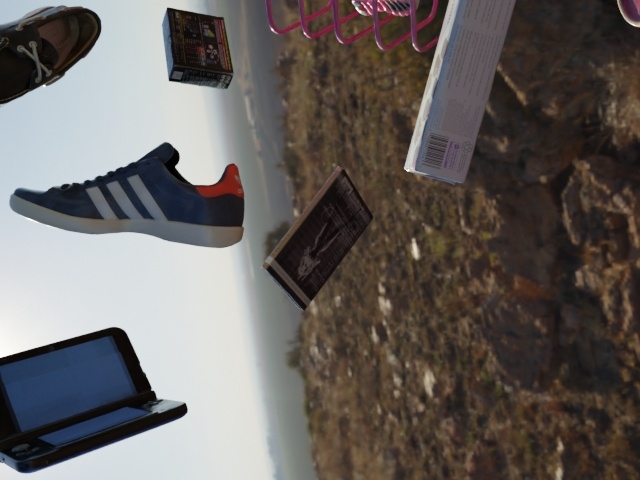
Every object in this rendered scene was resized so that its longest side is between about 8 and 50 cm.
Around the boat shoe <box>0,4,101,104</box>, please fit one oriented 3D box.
[{"bbox_3d":[-0.449,-0.295,1.208,0.302,0.091,0.114,-69,-27,-46],"label":"boat shoe"}]

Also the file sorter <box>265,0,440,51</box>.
[{"bbox_3d":[0.074,-0.417,1.217,0.290,0.202,0.182,17,131,32],"label":"file sorter"}]

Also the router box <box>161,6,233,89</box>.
[{"bbox_3d":[-0.186,-0.289,1.165,0.038,0.092,0.122,127,139,-50],"label":"router box"}]

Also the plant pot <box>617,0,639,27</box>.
[{"bbox_3d":[0.549,-0.382,1.131,0.201,0.180,0.201,175,90,-78],"label":"plant pot"}]

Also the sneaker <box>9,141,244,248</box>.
[{"bbox_3d":[-0.286,-0.080,1.173,0.131,0.350,0.148,-139,55,-83],"label":"sneaker"}]

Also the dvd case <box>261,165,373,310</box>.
[{"bbox_3d":[0.000,0.000,1.363,0.018,0.221,0.164,28,165,35],"label":"dvd case"}]

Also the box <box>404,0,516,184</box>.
[{"bbox_3d":[0.172,-0.228,0.891,0.063,0.067,0.324,-127,51,-81],"label":"box"}]

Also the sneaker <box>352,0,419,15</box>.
[{"bbox_3d":[0.106,-0.380,1.192,0.119,0.057,0.047,16,160,39],"label":"sneaker"}]

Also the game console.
[{"bbox_3d":[-0.421,0.262,1.348,0.250,0.293,0.173,-12,93,56],"label":"game console"}]
